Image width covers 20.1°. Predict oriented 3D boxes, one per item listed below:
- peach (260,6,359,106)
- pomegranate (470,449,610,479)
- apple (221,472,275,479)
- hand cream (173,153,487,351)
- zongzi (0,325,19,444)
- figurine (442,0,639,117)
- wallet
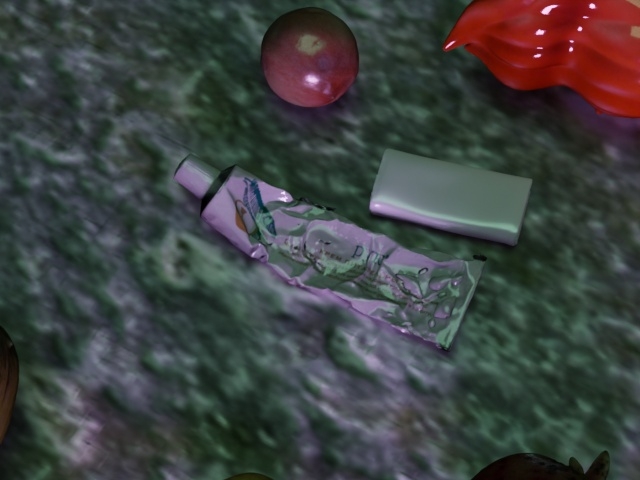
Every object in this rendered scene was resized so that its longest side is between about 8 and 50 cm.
[{"bbox_3d":[-0.008,-0.149,1.469,0.083,0.083,0.083,-1,62,2],"label":"peach"},{"bbox_3d":[0.160,0.200,1.249,0.159,0.129,0.129,-40,68,-18],"label":"pomegranate"},{"bbox_3d":[-0.050,0.204,1.285,0.084,0.071,0.084,-1,61,2],"label":"apple"},{"bbox_3d":[0.000,0.002,1.407,0.257,0.050,0.084,25,67,8],"label":"hand cream"},{"bbox_3d":[-0.286,0.234,1.213,0.393,0.174,0.356,39,72,23],"label":"zongzi"},{"bbox_3d":[0.211,-0.207,1.452,0.208,0.181,0.257,7,55,-40],"label":"figurine"},{"bbox_3d":[0.103,-0.035,1.434,0.122,0.025,0.061,12,65,9],"label":"wallet"}]
